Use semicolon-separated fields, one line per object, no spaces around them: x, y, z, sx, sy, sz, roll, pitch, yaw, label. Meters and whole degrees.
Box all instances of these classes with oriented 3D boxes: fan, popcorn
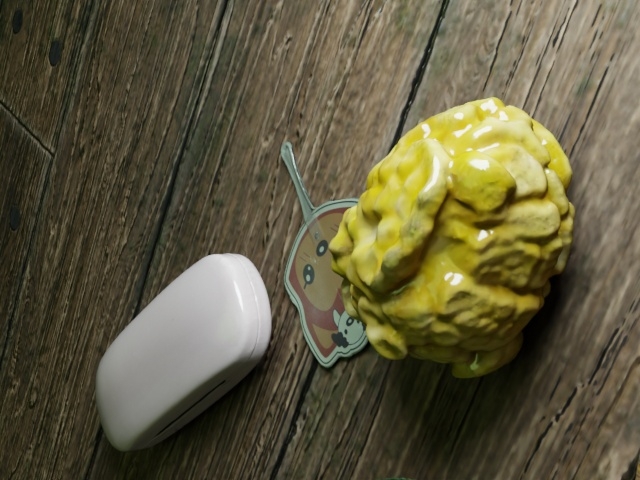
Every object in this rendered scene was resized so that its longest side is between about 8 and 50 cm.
0.000;0.000;0.878;0.132;0.009;0.219;-44;55;39;fan
0.084;0.006;0.677;0.194;0.140;0.163;-40;52;44;popcorn

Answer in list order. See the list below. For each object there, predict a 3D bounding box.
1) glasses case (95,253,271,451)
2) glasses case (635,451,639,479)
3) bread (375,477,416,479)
-0.145;0.118;0.994;0.297;0.075;0.113;-41;57;42;glasses case
0.225;0.126;0.559;0.075;0.049;0.218;16;99;57;glasses case
0.063;0.331;0.747;0.301;0.045;0.301;-5;83;48;bread
